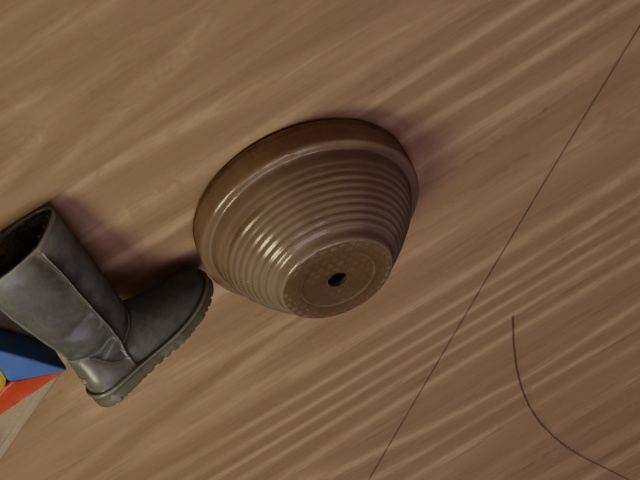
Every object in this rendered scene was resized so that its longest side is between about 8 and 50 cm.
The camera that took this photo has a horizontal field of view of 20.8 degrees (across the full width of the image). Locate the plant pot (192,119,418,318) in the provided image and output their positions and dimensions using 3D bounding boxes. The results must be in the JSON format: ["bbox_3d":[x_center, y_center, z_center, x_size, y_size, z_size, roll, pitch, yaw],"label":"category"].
[{"bbox_3d":[0.000,0.000,1.743,0.237,0.110,0.237,-16,143,-13],"label":"plant pot"}]

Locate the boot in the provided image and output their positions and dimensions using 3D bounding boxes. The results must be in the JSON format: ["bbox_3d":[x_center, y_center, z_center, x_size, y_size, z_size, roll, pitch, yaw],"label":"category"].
[{"bbox_3d":[-0.217,0.040,1.701,0.190,0.076,0.208,-50,124,-23],"label":"boot"}]

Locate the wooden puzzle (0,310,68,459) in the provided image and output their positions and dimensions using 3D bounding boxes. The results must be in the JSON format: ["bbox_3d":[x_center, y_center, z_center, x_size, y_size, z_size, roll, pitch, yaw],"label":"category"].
[{"bbox_3d":[-0.413,0.169,1.700,0.322,0.080,0.348,22,113,-45],"label":"wooden puzzle"}]
